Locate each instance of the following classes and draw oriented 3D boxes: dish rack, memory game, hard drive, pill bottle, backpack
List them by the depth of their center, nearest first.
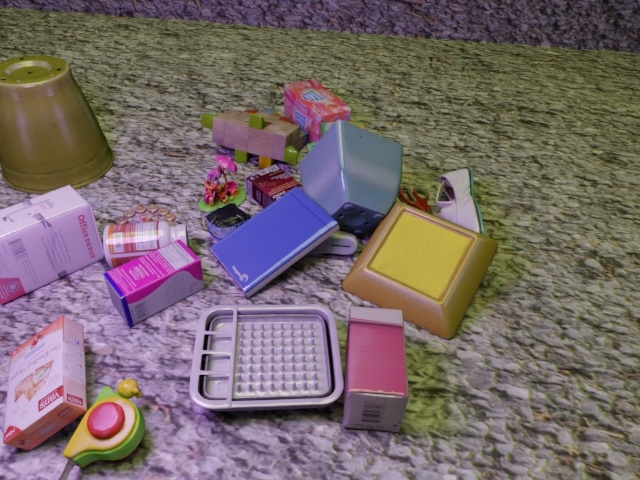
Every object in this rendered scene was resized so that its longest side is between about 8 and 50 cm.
[{"bbox_3d":[-0.123,0.276,1.182,0.333,0.072,0.285,-1,41,-5],"label":"dish rack"},{"bbox_3d":[-0.484,0.007,1.422,0.216,0.121,0.121,-5,42,-11],"label":"pill bottle"},{"bbox_3d":[-0.134,-0.005,1.445,0.319,0.040,0.210,-37,53,-13],"label":"hard drive"},{"bbox_3d":[-0.283,-0.047,1.527,0.114,0.084,0.105,-27,49,-37],"label":"backpack"},{"bbox_3d":[-0.543,-0.055,1.570,0.186,0.012,0.186,2,41,-2],"label":"memory game"}]

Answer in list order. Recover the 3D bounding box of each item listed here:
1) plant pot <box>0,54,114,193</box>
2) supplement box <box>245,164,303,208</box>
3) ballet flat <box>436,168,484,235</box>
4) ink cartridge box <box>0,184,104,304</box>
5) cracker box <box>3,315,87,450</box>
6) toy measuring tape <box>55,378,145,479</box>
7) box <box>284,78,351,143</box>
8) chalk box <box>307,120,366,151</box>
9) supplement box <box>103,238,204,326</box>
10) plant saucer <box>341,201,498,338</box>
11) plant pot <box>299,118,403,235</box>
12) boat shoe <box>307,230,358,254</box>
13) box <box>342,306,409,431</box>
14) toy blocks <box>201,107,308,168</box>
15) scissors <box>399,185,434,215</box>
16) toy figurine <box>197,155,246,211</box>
[{"bbox_3d":[-0.916,-0.402,1.679,0.367,0.352,0.366,2,41,-2],"label":"plant pot"},{"bbox_3d":[-0.130,-0.150,1.667,0.130,0.073,0.239,-27,51,-31],"label":"supplement box"},{"bbox_3d":[0.439,-0.100,1.623,0.139,0.139,0.400,7,38,4],"label":"ballet flat"},{"bbox_3d":[-0.747,0.008,1.334,0.283,0.207,0.117,-30,53,-34],"label":"ink cartridge box"},{"bbox_3d":[-0.581,0.296,1.073,0.156,0.067,0.232,-35,47,6],"label":"cracker box"},{"bbox_3d":[-0.428,0.421,0.972,0.122,0.121,0.330,12,51,9],"label":"toy measuring tape"},{"bbox_3d":[-0.018,-0.509,2.028,0.142,0.154,0.300,-19,48,-24],"label":"box"},{"bbox_3d":[0.060,-0.354,1.870,0.213,0.132,0.132,-3,41,-8],"label":"chalk box"},{"bbox_3d":[-0.428,0.106,1.320,0.220,0.111,0.114,-27,49,-31],"label":"supplement box"},{"bbox_3d":[0.273,0.050,1.383,0.333,0.081,0.332,24,66,22],"label":"plant saucer"},{"bbox_3d":[0.096,-0.163,1.544,0.247,0.248,0.252,15,56,-27],"label":"plant pot"},{"bbox_3d":[0.000,0.000,1.517,0.227,0.083,0.076,12,19,4],"label":"boat shoe"},{"bbox_3d":[0.120,0.284,1.134,0.127,0.148,0.232,4,40,1],"label":"box"},{"bbox_3d":[-0.216,-0.416,1.913,0.382,0.190,0.261,17,31,13],"label":"toy blocks"},{"bbox_3d":[0.349,-0.088,1.677,0.109,0.021,0.297,-1,43,-18],"label":"scissors"},{"bbox_3d":[-0.327,-0.195,1.637,0.173,0.159,0.130,-32,52,-33],"label":"toy figurine"}]
